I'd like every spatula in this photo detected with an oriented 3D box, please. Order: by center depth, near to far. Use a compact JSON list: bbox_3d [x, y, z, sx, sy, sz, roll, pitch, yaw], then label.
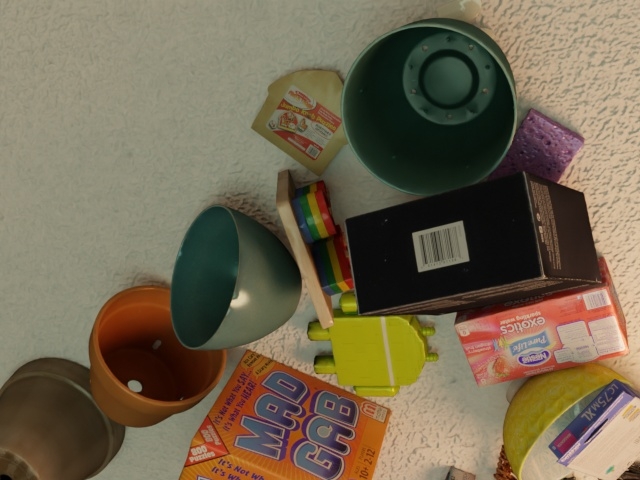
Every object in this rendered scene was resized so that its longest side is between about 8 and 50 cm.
[{"bbox_3d":[0.213,-0.336,1.698,0.242,0.019,0.168,-21,106,21],"label":"spatula"}]

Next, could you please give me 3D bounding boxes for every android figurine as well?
[{"bbox_3d":[0.112,0.224,1.939,0.273,0.056,0.248,-5,111,17],"label":"android figurine"}]

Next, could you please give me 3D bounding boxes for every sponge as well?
[{"bbox_3d":[0.393,-0.131,1.730,0.117,0.031,0.210,30,117,2],"label":"sponge"}]

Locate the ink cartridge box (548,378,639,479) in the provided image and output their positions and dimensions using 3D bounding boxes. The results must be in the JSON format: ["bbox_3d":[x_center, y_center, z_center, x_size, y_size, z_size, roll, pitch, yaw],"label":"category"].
[{"bbox_3d":[0.555,0.366,1.753,0.186,0.311,0.065,-49,52,11],"label":"ink cartridge box"}]

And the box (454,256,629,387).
[{"bbox_3d":[0.430,0.161,1.782,0.300,0.142,0.154,-18,107,21],"label":"box"}]

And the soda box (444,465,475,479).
[{"bbox_3d":[0.288,0.600,2.051,0.063,0.058,0.183,20,115,6],"label":"soda box"}]

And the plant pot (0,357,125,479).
[{"bbox_3d":[-0.661,0.479,2.124,0.323,0.280,0.323,6,114,13],"label":"plant pot"}]

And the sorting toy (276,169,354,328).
[{"bbox_3d":[0.000,0.000,1.774,0.089,0.255,0.257,-19,107,4],"label":"sorting toy"}]

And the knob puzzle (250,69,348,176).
[{"bbox_3d":[-0.018,-0.250,1.787,0.213,0.030,0.213,6,113,13],"label":"knob puzzle"}]

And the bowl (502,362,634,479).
[{"bbox_3d":[0.462,0.336,1.822,0.156,0.289,0.289,49,124,39],"label":"bowl"}]

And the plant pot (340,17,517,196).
[{"bbox_3d":[0.204,-0.253,1.596,0.293,0.235,0.293,7,115,14],"label":"plant pot"}]

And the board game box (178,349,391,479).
[{"bbox_3d":[-0.097,0.524,1.951,0.356,0.356,0.356,23,116,4],"label":"board game box"}]

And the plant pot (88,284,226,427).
[{"bbox_3d":[-0.374,0.273,1.978,0.291,0.291,0.203,35,132,-2],"label":"plant pot"}]

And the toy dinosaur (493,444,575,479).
[{"bbox_3d":[0.450,0.588,1.963,0.218,0.164,0.322,-10,132,35],"label":"toy dinosaur"}]

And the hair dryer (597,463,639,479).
[{"bbox_3d":[0.721,0.524,1.911,0.223,0.080,0.293,-24,94,31],"label":"hair dryer"}]

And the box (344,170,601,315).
[{"bbox_3d":[0.272,0.020,1.617,0.343,0.312,0.179,-14,78,31],"label":"box"}]

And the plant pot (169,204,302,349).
[{"bbox_3d":[-0.153,0.090,1.855,0.195,0.290,0.290,14,122,-32],"label":"plant pot"}]
